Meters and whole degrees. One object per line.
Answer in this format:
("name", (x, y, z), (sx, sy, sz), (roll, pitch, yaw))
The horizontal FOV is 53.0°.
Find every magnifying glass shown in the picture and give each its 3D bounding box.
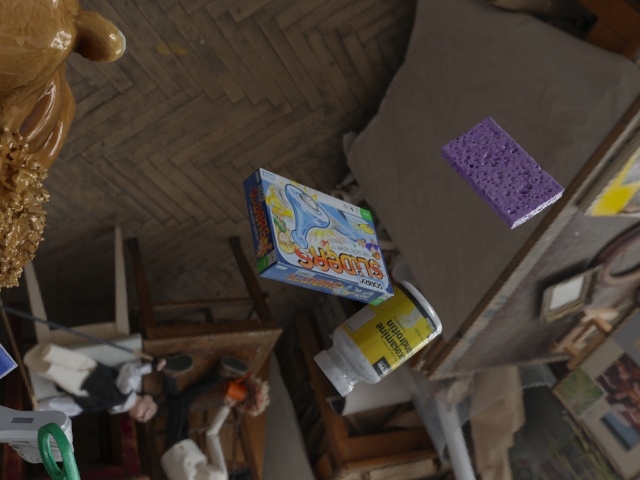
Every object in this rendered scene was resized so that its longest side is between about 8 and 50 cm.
("magnifying glass", (-0.414, 0.409, 1.070), (0.026, 0.231, 0.092), (-11, 148, -46))

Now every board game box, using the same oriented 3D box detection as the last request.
("board game box", (0.000, 0.000, 0.805), (0.201, 0.136, 0.035), (17, 138, -42))

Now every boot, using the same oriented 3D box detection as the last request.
("boot", (-0.696, 0.453, 1.461), (0.259, 0.095, 0.123), (5, 118, 2))

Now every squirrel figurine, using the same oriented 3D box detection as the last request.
("squirrel figurine", (-0.322, -0.118, 0.591), (0.281, 0.396, 0.371), (1, 176, -40))

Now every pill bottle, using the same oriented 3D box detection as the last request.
("pill bottle", (0.085, 0.152, 0.973), (0.184, 0.103, 0.103), (-37, 142, -6))

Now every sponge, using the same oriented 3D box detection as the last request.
("sponge", (0.330, -0.128, 1.180), (0.117, 0.210, 0.031), (-32, 152, -9))

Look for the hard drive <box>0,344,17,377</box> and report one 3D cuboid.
("hard drive", (-0.737, 0.167, 1.145), (0.210, 0.318, 0.040), (-39, -176, -21))
